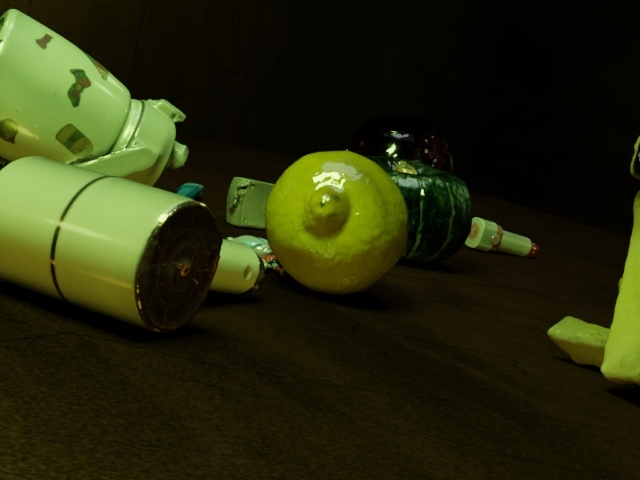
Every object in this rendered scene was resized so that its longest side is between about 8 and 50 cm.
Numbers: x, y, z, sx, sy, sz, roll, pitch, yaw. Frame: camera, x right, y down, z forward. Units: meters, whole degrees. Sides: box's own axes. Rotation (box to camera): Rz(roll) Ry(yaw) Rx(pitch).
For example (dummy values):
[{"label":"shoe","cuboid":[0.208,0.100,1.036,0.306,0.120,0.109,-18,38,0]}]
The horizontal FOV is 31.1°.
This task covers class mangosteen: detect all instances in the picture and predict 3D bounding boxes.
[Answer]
[{"label":"mangosteen","cuboid":[0.162,-0.169,2.641,0.288,0.233,0.287,-2,24,1]}]

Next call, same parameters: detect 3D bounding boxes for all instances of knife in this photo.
[{"label":"knife","cuboid":[-0.247,-0.080,2.065,0.044,0.026,0.296,10,10,0]}]

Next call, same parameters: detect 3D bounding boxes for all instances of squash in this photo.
[{"label":"squash","cuboid":[0.131,-0.054,1.947,0.252,0.165,0.252,15,8,-2]}]

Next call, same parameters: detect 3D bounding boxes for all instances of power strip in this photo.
[{"label":"power strip","cuboid":[-0.049,-0.054,1.984,0.286,0.080,0.048,7,8,-44]}]

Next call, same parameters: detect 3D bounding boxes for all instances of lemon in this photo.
[{"label":"lemon","cuboid":[0.023,-0.022,1.457,0.184,0.184,0.248,14,3,14]}]

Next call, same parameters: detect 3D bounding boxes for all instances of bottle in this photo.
[{"label":"bottle","cuboid":[-0.381,-0.173,1.776,0.352,0.229,0.229,31,-1,-25]}]

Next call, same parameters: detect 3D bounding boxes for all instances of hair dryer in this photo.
[{"label":"hair dryer","cuboid":[-0.156,0.016,1.177,0.203,0.128,0.362,15,0,26]}]

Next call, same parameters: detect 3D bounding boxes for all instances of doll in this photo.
[{"label":"doll","cuboid":[-0.083,0.017,1.536,0.114,0.039,0.057,29,48,28]}]

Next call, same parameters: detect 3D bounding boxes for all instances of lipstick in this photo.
[{"label":"lipstick","cuboid":[0.392,0.003,2.409,0.186,0.063,0.057,14,8,-32]}]

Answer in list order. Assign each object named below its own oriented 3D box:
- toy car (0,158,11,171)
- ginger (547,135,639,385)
[{"label":"toy car","cuboid":[-0.520,-0.121,1.857,0.059,0.035,0.122,13,-1,-1]},{"label":"ginger","cuboid":[0.480,0.059,1.337,0.414,0.211,0.358,-2,51,-17]}]
